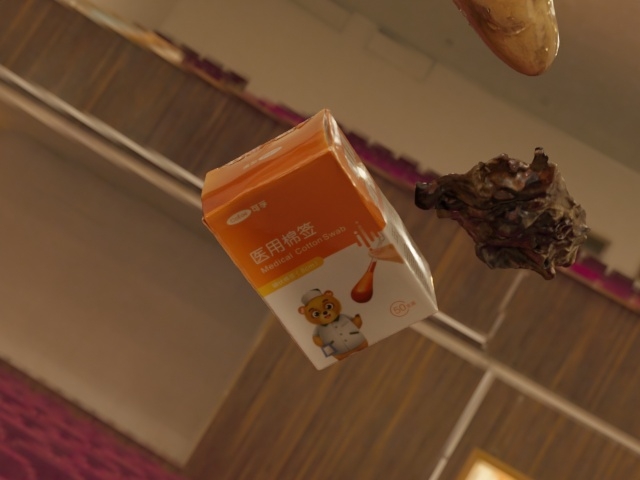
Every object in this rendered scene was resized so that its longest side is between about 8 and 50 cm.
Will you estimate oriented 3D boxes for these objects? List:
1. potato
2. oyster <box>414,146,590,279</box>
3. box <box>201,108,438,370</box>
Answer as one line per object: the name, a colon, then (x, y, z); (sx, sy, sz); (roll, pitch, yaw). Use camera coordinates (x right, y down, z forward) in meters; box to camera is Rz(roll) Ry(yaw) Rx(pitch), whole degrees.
potato: (0.229, -0.327, 1.867); (0.234, 0.128, 0.161); (58, 10, -34)
oyster: (0.287, -0.022, 2.220); (0.221, 0.096, 0.361); (-6, -27, 24)
box: (0.000, 0.000, 2.161); (0.341, 0.225, 0.143); (55, 15, -29)
